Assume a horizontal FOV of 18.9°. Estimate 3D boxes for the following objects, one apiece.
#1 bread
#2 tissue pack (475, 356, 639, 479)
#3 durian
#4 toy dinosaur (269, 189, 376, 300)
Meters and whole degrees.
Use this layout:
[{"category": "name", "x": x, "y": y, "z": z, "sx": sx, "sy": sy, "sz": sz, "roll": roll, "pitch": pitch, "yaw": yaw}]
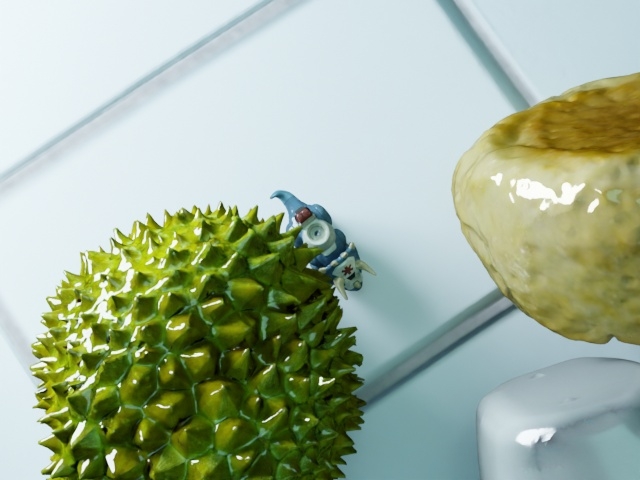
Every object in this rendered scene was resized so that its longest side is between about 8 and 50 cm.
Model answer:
[{"category": "bread", "x": 0.202, "y": -0.019, "z": 1.160, "sx": 0.244, "sy": 0.244, "sz": 0.134, "roll": -12, "pitch": 104, "yaw": -3}, {"category": "tissue pack", "x": 0.268, "y": 0.163, "z": 1.107, "sx": 0.333, "sy": 0.229, "sz": 0.236, "roll": -16, "pitch": 95, "yaw": -2}, {"category": "durian", "x": -0.074, "y": 0.088, "z": 1.159, "sx": 0.200, "sy": 0.176, "sz": 0.237, "roll": 6, "pitch": 66, "yaw": -19}, {"category": "toy dinosaur", "x": 0.000, "y": 0.000, "z": 1.234, "sx": 0.030, "sy": 0.047, "sz": 0.083, "roll": -39, "pitch": 83, "yaw": -6}]
